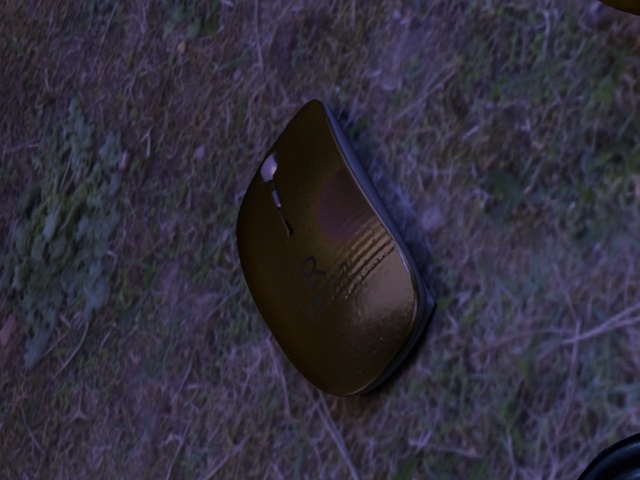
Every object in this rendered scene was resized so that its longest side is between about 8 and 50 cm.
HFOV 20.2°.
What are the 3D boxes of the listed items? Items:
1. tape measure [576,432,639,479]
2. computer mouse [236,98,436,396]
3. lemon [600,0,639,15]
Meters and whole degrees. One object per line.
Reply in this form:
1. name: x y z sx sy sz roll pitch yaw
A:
1. tape measure: 0.192 0.184 0.884 0.181 0.107 0.182 -59 38 24
2. computer mouse: 0.000 0.000 1.261 0.126 0.056 0.245 -53 39 25
3. lemon: 0.196 -0.245 0.913 0.293 0.293 0.293 -25 57 46
